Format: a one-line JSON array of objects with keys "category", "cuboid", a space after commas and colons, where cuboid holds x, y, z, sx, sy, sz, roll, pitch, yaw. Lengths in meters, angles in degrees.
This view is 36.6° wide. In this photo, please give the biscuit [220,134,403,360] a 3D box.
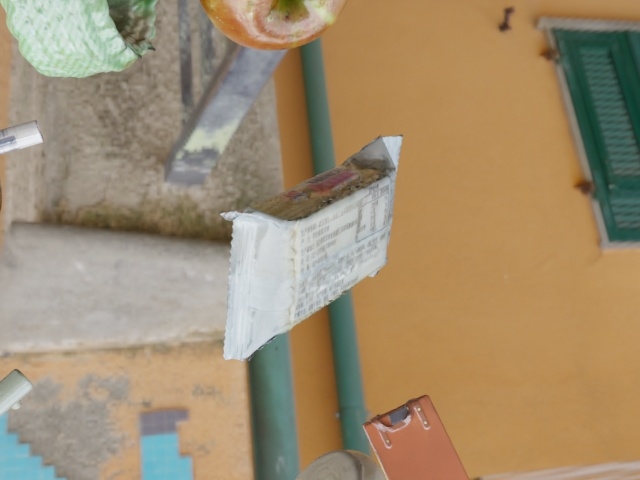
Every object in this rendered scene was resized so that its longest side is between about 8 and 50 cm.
[{"category": "biscuit", "cuboid": [0.000, 0.004, 1.080, 0.079, 0.186, 0.309, 18, -152, 26]}]

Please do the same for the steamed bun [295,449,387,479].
[{"category": "steamed bun", "cuboid": [0.042, 0.510, 1.799, 0.232, 0.231, 0.145, -28, 121, 36]}]

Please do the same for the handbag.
[{"category": "handbag", "cuboid": [0.166, 0.370, 1.644, 0.127, 0.190, 0.063, -26, 174, -4]}]

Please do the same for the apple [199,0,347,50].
[{"category": "apple", "cuboid": [-0.058, -0.330, 1.159, 0.196, 0.195, 0.196, -5, 153, -3]}]

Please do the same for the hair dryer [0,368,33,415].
[{"category": "hair dryer", "cuboid": [-0.434, 0.222, 1.352, 0.063, 0.038, 0.124, -43, 174, -23]}]

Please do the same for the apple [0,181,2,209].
[{"category": "apple", "cuboid": [-0.714, -0.058, 1.695, 0.288, 0.288, 0.316, 8, 128, -27]}]

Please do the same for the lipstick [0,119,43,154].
[{"category": "lipstick", "cuboid": [-0.524, -0.158, 1.571, 0.141, 0.040, 0.040, -19, 155, -12]}]

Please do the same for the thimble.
[{"category": "thimble", "cuboid": [-0.316, -0.329, 1.284, 0.150, 0.218, 0.219, -5, 154, 16]}]
